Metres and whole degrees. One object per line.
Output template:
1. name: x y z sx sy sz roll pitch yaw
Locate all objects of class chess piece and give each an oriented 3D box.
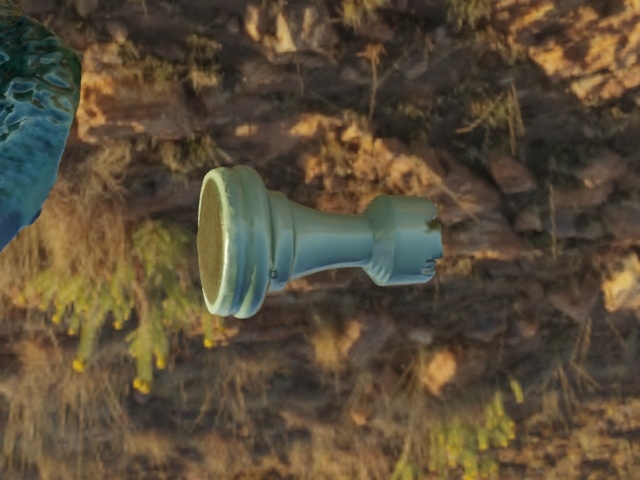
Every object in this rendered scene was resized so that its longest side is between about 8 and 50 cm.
1. chess piece: 0.000 0.000 1.257 0.299 0.195 0.194 -1 151 -18

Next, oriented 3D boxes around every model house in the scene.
1. model house: -0.355 -0.097 0.705 0.241 0.226 0.261 23 105 -51
